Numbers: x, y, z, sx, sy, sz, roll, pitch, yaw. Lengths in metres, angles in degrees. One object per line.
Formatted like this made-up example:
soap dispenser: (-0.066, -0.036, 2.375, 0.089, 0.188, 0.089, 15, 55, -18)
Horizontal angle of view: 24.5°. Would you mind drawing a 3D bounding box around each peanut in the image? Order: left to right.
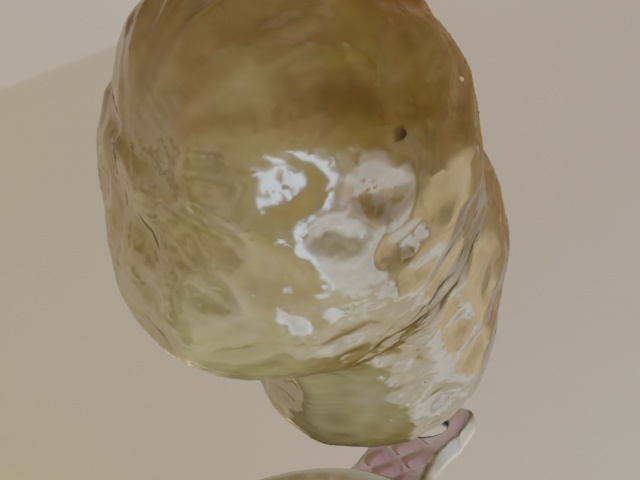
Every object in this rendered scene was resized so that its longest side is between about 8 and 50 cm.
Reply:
peanut: (0.000, 0.000, 0.462, 0.236, 0.110, 0.120, 71, -149, -60)

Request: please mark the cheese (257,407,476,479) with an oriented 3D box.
cheese: (0.005, 0.125, 0.581, 0.227, 0.137, 0.064, -45, -52, -53)
